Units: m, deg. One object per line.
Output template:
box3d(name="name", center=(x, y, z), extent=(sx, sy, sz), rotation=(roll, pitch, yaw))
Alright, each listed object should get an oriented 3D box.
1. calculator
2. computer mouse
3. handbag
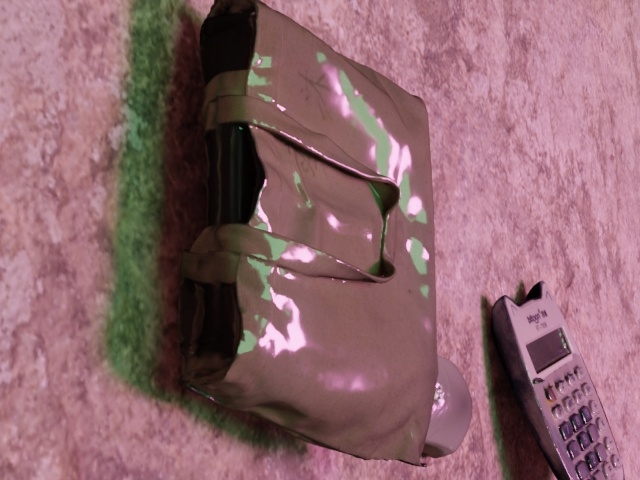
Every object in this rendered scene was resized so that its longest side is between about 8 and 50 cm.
box3d(name="calculator", center=(0.270, 0.178, 1.234), extent=(0.177, 0.040, 0.268), rotation=(-9, 73, -58))
box3d(name="computer mouse", center=(0.093, 0.140, 0.992), extent=(0.182, 0.056, 0.089), rotation=(29, 54, -53))
box3d(name="handbag", center=(-0.002, -0.005, 0.819), extent=(0.253, 0.109, 0.315), rotation=(24, 63, -50))
